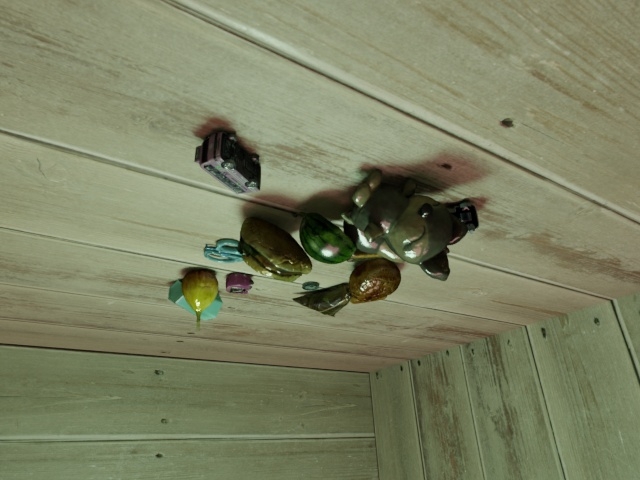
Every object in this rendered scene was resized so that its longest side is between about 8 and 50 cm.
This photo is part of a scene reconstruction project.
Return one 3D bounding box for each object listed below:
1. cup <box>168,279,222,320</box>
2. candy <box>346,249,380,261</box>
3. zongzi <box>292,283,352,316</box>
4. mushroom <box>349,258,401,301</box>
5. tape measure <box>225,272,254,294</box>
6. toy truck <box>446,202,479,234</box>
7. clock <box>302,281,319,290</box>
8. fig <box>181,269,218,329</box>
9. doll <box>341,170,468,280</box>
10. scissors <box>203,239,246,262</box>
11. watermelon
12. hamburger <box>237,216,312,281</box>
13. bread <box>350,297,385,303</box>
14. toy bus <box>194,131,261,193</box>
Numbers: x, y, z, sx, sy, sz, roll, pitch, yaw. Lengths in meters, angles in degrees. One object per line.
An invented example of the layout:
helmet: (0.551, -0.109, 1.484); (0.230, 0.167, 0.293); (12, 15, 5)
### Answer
cup: (-0.585, 0.275, 2.148); (0.148, 0.134, 0.235); (-18, 149, 22)
candy: (0.194, 0.026, 1.774); (0.271, 0.101, 0.143); (1, 160, -21)
zongzi: (0.018, 0.275, 2.251); (0.241, 0.111, 0.248); (16, 143, -22)
mushroom: (0.237, 0.177, 2.029); (0.253, 0.153, 0.253); (-12, 154, -6)
tape measure: (-0.365, 0.198, 2.078); (0.125, 0.074, 0.118); (4, 152, -19)
toy truck: (0.414, -0.060, 1.614); (0.253, 0.114, 0.124); (-6, 167, 6)
clock: (-0.047, 0.220, 2.220); (0.085, 0.017, 0.085); (-2, 153, -1)
fig: (-0.527, 0.259, 1.993); (0.159, 0.257, 0.159); (-2, 169, 0)
doll: (0.269, -0.043, 1.495); (0.382, 0.252, 0.378); (34, 174, 4)
scissors: (-0.280, 0.069, 1.875); (0.393, 0.032, 0.180); (14, 150, -30)
watermelon: (0.007, 0.004, 1.543); (0.232, 0.127, 0.204); (36, 167, -21)
hamburger: (-0.156, 0.028, 1.583); (0.265, 0.285, 0.134); (17, 113, -36)
bread: (0.238, 0.270, 2.291); (0.189, 0.077, 0.114); (-7, 173, 6)
toy bus: (-0.245, -0.207, 1.259); (0.108, 0.096, 0.199); (-10, 156, 23)
